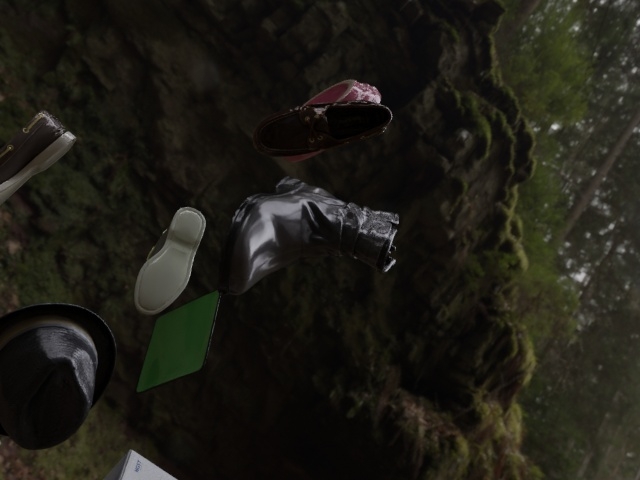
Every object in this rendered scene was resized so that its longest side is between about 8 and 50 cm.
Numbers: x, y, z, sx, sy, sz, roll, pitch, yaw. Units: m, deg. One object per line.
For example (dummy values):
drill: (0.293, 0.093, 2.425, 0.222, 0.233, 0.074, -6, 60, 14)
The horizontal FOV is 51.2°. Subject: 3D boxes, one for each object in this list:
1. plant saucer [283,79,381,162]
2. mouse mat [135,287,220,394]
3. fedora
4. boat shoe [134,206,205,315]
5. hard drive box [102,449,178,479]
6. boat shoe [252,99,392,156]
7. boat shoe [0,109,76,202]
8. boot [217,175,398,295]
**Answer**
plant saucer: (0.013, -0.355, 1.910, 0.332, 0.332, 0.084, -3, -51, 55)
mouse mat: (-0.234, 0.166, 1.098, 0.190, 0.152, 0.007, -24, -46, 37)
fedora: (-0.547, 0.295, 1.334, 0.152, 0.334, 0.334, 45, -14, 48)
boat shoe: (-0.365, 0.059, 1.606, 0.109, 0.305, 0.091, 28, -36, -13)
hard drive box: (-0.262, 0.482, 1.099, 0.232, 0.089, 0.181, 40, 9, -12)
boat shoe: (0.003, -0.170, 0.985, 0.073, 0.207, 0.073, -152, -132, -76)
boat shoe: (-0.656, -0.143, 1.366, 0.096, 0.324, 0.117, 48, -25, -10)
boot: (0.000, 0.000, 1.011, 0.223, 0.338, 0.118, 18, -58, 12)
